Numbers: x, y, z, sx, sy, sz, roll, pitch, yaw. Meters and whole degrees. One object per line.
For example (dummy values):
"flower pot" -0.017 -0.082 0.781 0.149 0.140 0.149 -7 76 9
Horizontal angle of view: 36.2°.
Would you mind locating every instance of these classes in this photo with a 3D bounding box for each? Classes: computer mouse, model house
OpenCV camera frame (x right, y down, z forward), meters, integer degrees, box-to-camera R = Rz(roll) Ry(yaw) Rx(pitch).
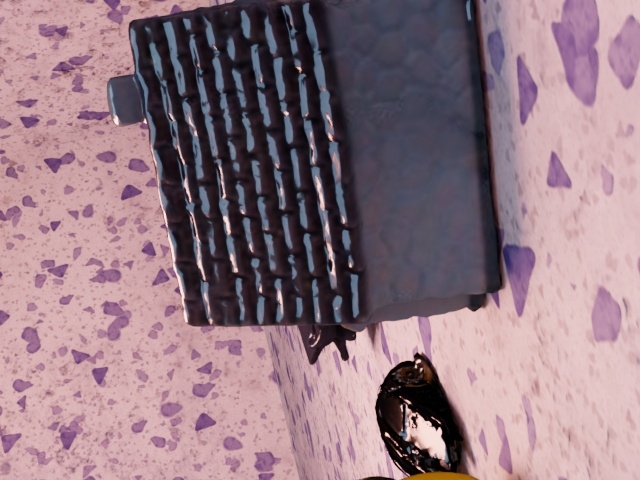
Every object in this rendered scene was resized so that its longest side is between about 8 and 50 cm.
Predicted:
"computer mouse" 0.119 0.238 1.255 0.242 0.077 0.146 -125 24 -66
"model house" -0.029 -0.073 1.002 0.297 0.339 0.360 -133 34 -69

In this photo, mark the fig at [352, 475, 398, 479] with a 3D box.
"fig" 0.062 0.382 1.159 0.245 0.195 0.195 11 -113 -77

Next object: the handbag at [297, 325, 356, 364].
"handbag" 0.000 0.000 1.546 0.303 0.122 0.329 94 163 -53

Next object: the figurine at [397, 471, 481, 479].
"figurine" 0.131 0.407 1.003 0.187 0.215 0.344 -6 102 44
